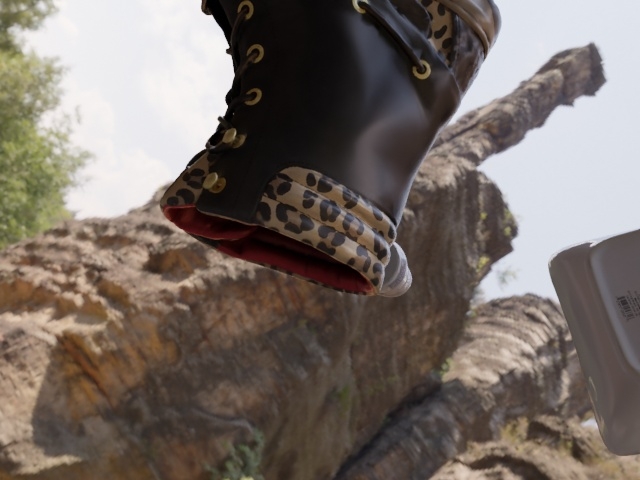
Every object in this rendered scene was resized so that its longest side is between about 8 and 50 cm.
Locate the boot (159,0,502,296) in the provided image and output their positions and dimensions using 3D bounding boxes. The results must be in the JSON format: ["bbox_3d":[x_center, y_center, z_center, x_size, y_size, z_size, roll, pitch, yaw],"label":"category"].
[{"bbox_3d":[-0.059,-0.143,0.634,0.377,0.284,0.138,24,-17,-8],"label":"boot"}]

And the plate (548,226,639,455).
[{"bbox_3d":[0.375,0.054,0.731,0.277,0.277,0.045,-88,156,-51],"label":"plate"}]

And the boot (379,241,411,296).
[{"bbox_3d":[0.000,0.000,0.994,0.258,0.095,0.123,32,-5,19],"label":"boot"}]
